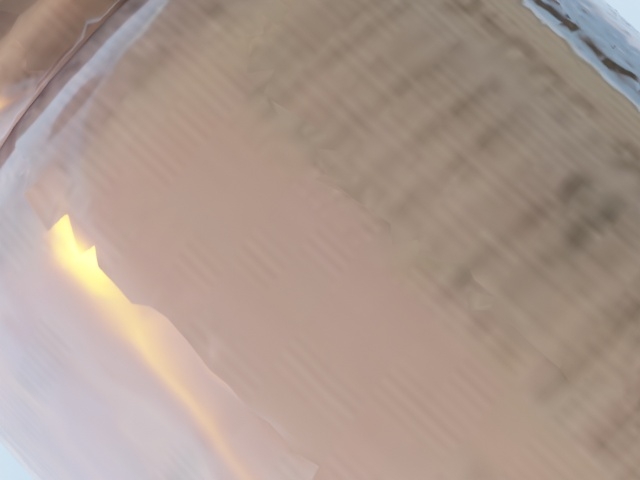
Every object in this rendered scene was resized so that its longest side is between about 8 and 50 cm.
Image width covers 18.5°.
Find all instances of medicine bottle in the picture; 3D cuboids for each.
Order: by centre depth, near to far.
[{"bbox_3d":[0.000,0.000,0.432,0.165,0.165,0.273,-38,-107,-24],"label":"medicine bottle"}]
